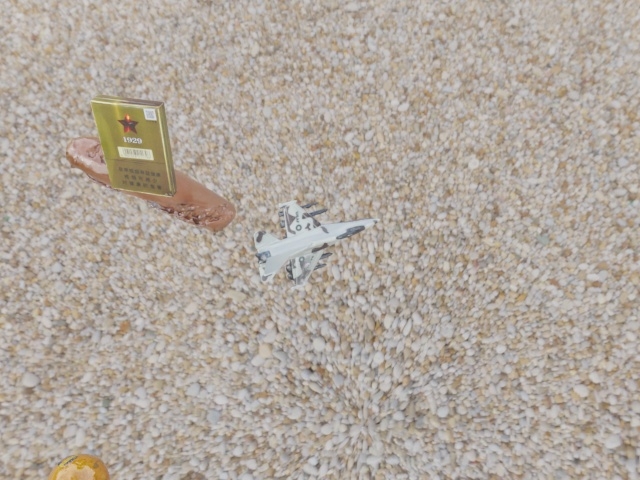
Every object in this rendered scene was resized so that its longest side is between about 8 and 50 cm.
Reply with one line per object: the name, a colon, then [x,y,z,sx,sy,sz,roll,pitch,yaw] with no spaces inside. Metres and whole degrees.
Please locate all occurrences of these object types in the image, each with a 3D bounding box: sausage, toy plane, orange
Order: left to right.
orange: [-0.329,0.333,0.760,0.083,0.083,0.083,-1,71,4]
sausage: [-0.272,-0.090,0.958,0.087,0.326,0.079,-3,68,41]
toy plane: [-0.014,-0.003,0.900,0.234,0.160,0.082,-25,33,-31]

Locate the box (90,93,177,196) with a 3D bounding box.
box: [-0.241,-0.121,0.732,0.090,0.133,0.023,6,39,6]
